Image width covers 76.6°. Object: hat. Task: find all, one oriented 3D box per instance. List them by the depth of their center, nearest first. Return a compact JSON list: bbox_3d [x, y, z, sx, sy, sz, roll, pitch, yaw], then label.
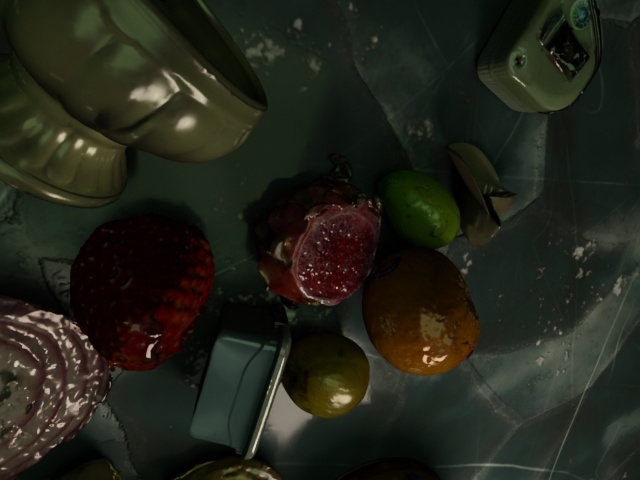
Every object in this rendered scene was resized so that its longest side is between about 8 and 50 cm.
[{"bbox_3d":[0.279,-0.086,0.773,0.166,0.173,0.144,-33,159,-50],"label":"hat"}]

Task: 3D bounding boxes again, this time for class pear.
[{"bbox_3d":[0.010,0.241,0.734,0.162,0.149,0.149,17,99,-28],"label":"pear"}]

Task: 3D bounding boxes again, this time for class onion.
[{"bbox_3d":[-0.468,0.209,0.566,0.314,0.146,0.280,-52,140,-9],"label":"onion"}]

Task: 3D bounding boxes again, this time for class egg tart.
[{"bbox_3d":[-0.198,0.546,0.766,0.297,0.132,0.297,-5,112,-14],"label":"egg tart"}]

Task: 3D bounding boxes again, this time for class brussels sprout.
[{"bbox_3d":[-0.397,0.457,0.658,0.145,0.131,0.183,-7,113,-23],"label":"brussels sprout"}]

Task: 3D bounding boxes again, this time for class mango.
[{"bbox_3d":[0.178,-0.055,0.733,0.178,0.100,0.119,42,91,-17],"label":"mango"}]

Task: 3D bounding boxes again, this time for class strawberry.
[{"bbox_3d":[-0.232,0.076,0.544,0.205,0.244,0.205,-7,109,-20],"label":"strawberry"}]

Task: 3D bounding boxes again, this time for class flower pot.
[{"bbox_3d":[-0.238,-0.189,0.452,0.244,0.307,0.307,-34,115,14],"label":"flower pot"}]

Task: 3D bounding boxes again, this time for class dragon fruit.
[{"bbox_3d":[0.000,0.000,0.660,0.211,0.147,0.282,19,100,-23],"label":"dragon fruit"}]

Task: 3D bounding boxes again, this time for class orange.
[{"bbox_3d":[0.169,0.121,0.703,0.219,0.219,0.193,35,117,-25],"label":"orange"}]

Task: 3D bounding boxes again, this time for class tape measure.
[{"bbox_3d":[0.419,-0.355,0.724,0.207,0.115,0.235,28,95,-22],"label":"tape measure"}]

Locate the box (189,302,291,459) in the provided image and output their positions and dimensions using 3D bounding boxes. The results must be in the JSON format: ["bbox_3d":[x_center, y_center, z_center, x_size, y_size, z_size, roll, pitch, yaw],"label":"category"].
[{"bbox_3d":[-0.127,0.219,0.675,0.130,0.162,0.227,17,100,-13],"label":"box"}]

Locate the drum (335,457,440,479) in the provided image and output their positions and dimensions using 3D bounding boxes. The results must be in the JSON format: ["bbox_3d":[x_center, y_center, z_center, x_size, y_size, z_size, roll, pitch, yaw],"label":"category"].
[{"bbox_3d":[0.160,0.725,0.894,0.431,0.214,0.431,-5,106,-18],"label":"drum"}]
